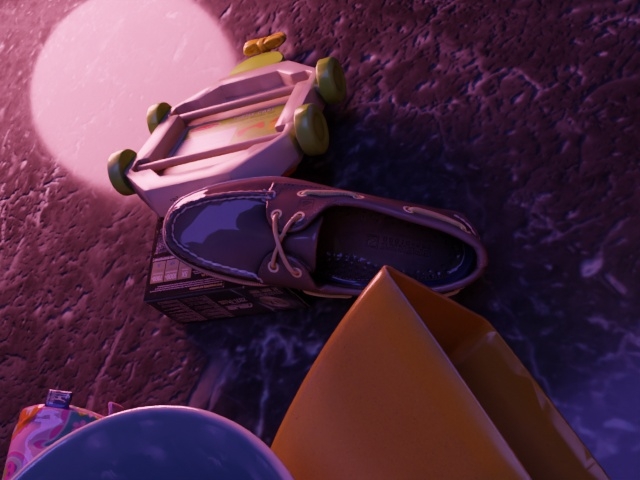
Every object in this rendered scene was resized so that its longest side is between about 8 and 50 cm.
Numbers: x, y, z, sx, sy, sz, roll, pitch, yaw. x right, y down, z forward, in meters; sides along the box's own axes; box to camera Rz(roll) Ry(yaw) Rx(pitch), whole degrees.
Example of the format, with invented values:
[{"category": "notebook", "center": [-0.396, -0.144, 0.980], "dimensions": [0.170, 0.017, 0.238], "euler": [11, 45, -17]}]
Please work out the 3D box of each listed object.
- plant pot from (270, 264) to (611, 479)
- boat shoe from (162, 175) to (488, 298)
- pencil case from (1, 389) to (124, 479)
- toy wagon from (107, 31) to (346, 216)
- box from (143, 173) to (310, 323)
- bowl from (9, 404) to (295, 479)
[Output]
[{"category": "plant pot", "center": [0.088, 0.181, 0.595], "dimensions": [0.187, 0.212, 0.212], "euler": [-44, 52, 16]}, {"category": "boat shoe", "center": [0.000, 0.000, 0.707], "dimensions": [0.324, 0.097, 0.117], "euler": [7, 93, 0]}, {"category": "pencil case", "center": [-0.282, 0.311, 0.752], "dimensions": [0.124, 0.124, 0.284], "euler": [-10, 59, 22]}, {"category": "toy wagon", "center": [-0.099, -0.158, 0.902], "dimensions": [0.267, 0.068, 0.344], "euler": [-9, 35, 22]}, {"category": "box", "center": [-0.104, 0.009, 0.849], "dimensions": [0.180, 0.077, 0.147], "euler": [-10, 60, 22]}, {"category": "bowl", "center": [-0.115, 0.297, 0.529], "dimensions": [0.311, 0.163, 0.312], "euler": [-12, 52, 16]}]
